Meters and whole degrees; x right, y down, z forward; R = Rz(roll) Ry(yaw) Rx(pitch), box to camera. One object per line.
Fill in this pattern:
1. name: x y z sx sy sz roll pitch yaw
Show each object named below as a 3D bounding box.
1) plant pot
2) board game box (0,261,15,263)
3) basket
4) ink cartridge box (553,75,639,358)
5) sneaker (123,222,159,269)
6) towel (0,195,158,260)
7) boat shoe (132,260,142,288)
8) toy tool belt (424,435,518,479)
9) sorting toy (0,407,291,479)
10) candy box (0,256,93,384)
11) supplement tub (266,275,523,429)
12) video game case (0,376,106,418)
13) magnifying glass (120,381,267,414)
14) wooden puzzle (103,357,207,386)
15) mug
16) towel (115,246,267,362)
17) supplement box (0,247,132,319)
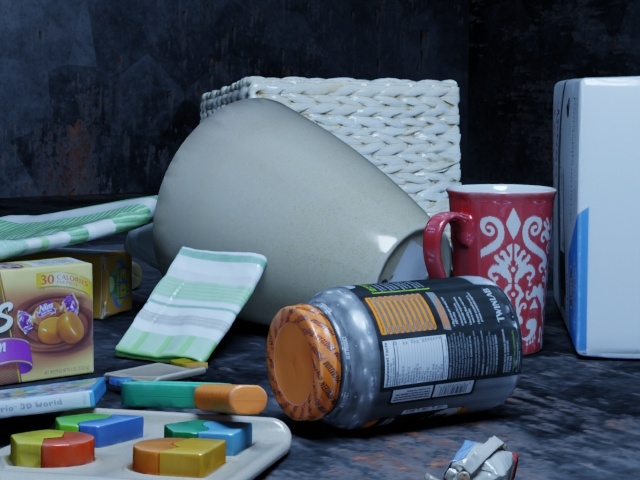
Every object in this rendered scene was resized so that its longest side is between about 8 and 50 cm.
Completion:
1. plant pot: 0.000 0.000 1.543 0.274 0.256 0.256 24 21 40
2. board game box: -0.475 0.077 1.478 0.318 0.065 0.319 -1 7 -12
3. basket: 0.000 -0.088 1.993 0.331 0.266 0.328 -2 2 -17
4. ink cartridge box: 0.353 -0.041 1.577 0.166 0.285 0.395 0 6 6
5. sneaker: -0.127 0.012 1.729 0.121 0.099 0.262 7 -9 41
6. towel: -0.342 -0.003 1.503 0.248 0.038 0.325 -7 5 27
7. boat shoe: -0.316 0.042 1.876 0.152 0.056 0.049 9 0 -8
8. toy tool belt: 0.099 0.150 0.918 0.051 0.052 0.083 10 8 14
9. sorting toy: -0.134 0.148 0.986 0.193 0.038 0.208 2 7 12
10. candy box: -0.303 0.077 1.294 0.187 0.109 0.053 -4 8 -39
11. supplement tub: 0.059 0.091 1.146 0.190 0.117 0.117 -3 7 -29
12. video game case: -0.258 0.129 1.114 0.166 0.015 0.119 -7 0 -4
13. magnifying glass: -0.095 0.122 1.107 0.092 0.026 0.231 3 -4 -22
14. wooden puzzle: -0.152 0.125 1.302 0.116 0.014 0.079 -6 4 -43
15. mug: 0.169 0.029 1.461 0.150 0.169 0.113 -2 7 -11
16. towel: -0.132 0.064 1.432 0.113 0.023 0.152 2 42 31
17. supplement box: -0.345 0.047 1.704 0.234 0.078 0.080 4 4 23
